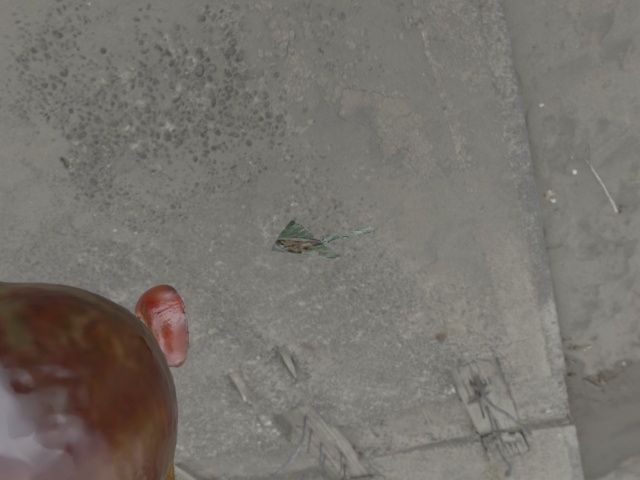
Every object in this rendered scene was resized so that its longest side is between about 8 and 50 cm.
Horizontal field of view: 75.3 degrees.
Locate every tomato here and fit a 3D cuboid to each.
[{"bbox_3d":[-0.414,0.226,1.062,0.084,0.225,0.225,-7,142,-42],"label":"tomato"}]

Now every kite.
[{"bbox_3d":[0.000,0.001,0.884,0.249,0.012,0.229,-10,155,28],"label":"kite"}]

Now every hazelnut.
[{"bbox_3d":[-0.394,0.252,0.523,0.420,0.352,0.422,-8,107,-26],"label":"hazelnut"}]

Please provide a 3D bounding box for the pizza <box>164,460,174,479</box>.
[{"bbox_3d":[-0.515,0.781,1.367,0.052,0.195,0.185,-13,110,-6],"label":"pizza"}]
